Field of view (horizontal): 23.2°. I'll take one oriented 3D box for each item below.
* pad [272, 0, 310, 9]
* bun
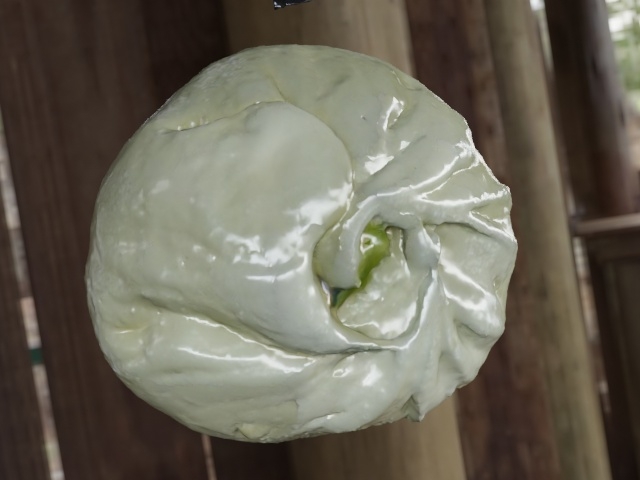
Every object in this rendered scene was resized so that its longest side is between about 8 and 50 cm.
[{"bbox_3d":[0.127,-0.264,0.784,0.367,0.248,0.007,-13,35,1],"label":"pad"},{"bbox_3d":[0.000,0.000,0.913,0.259,0.259,0.160,-11,-2,-25],"label":"bun"}]
